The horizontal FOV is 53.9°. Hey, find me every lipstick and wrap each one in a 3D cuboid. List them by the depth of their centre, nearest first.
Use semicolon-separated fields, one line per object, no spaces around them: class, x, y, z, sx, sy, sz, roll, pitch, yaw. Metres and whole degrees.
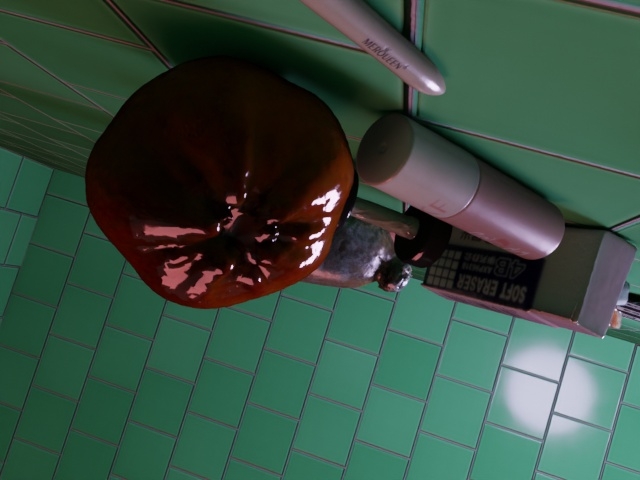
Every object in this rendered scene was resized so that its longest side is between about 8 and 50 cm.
lipstick;0.148;-0.046;0.626;0.254;0.070;0.070;20;175;-38

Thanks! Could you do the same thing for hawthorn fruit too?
hawthorn fruit;-0.098;-0.064;0.579;0.224;0.224;0.261;20;-164;-28

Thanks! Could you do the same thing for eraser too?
eraser;0.272;0.040;0.872;0.086;0.130;0.287;24;174;-30

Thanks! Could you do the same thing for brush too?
brush;-0.008;-0.140;0.334;0.042;0.039;0.299;18;-179;40

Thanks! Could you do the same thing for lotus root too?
lotus root;0.000;-0.001;1.141;0.350;0.175;0.175;18;176;-4

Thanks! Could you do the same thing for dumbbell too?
dumbbell;0.079;-0.034;0.863;0.191;0.100;0.100;19;176;-23

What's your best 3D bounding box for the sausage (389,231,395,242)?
sausage;0.140;-0.002;1.301;0.062;0.062;0.154;15;175;26

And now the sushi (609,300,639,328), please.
sushi;0.563;0.148;1.407;0.343;0.064;0.359;19;176;25

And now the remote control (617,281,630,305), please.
remote control;0.396;0.069;0.974;0.247;0.052;0.104;4;-167;-45
